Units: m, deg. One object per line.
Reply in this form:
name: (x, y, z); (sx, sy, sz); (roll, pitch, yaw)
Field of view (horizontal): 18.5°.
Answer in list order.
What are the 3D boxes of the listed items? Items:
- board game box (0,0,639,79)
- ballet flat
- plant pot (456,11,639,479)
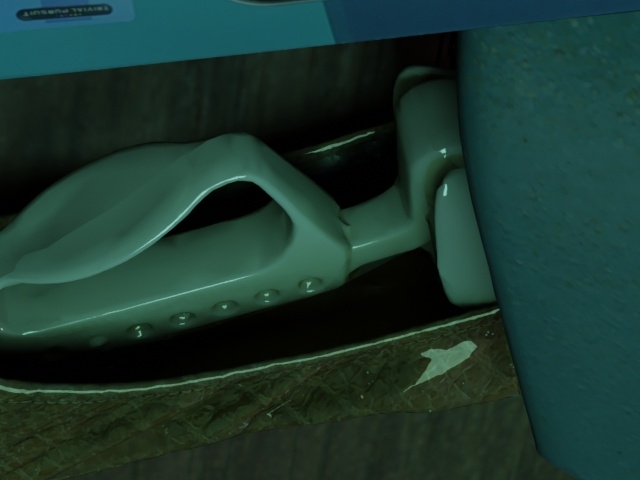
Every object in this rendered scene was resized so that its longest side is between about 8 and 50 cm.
board game box: (0.050, -0.201, 0.405); (0.254, 0.336, 0.079); (-5, 149, 10)
ballet flat: (0.000, 0.000, 0.684); (0.342, 0.116, 0.124); (-12, 146, 0)
plant pot: (0.179, -0.069, 0.520); (0.247, 0.248, 0.252); (-51, 135, -23)
